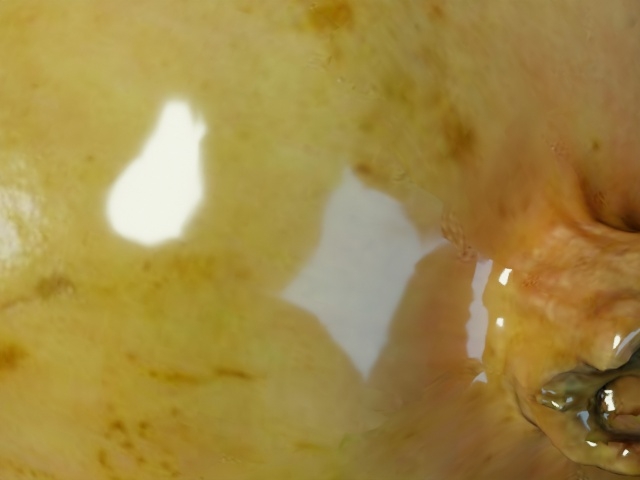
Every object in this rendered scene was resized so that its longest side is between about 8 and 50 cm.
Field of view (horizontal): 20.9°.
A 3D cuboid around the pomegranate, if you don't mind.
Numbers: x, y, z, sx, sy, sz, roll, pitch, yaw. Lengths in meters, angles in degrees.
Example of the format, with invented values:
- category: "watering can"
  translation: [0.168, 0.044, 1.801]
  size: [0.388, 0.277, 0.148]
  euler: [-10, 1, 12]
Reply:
- category: "pomegranate"
  translation: [0.000, 0.000, 0.429]
  size: [0.229, 0.270, 0.252]
  euler: [-29, 121, -30]
